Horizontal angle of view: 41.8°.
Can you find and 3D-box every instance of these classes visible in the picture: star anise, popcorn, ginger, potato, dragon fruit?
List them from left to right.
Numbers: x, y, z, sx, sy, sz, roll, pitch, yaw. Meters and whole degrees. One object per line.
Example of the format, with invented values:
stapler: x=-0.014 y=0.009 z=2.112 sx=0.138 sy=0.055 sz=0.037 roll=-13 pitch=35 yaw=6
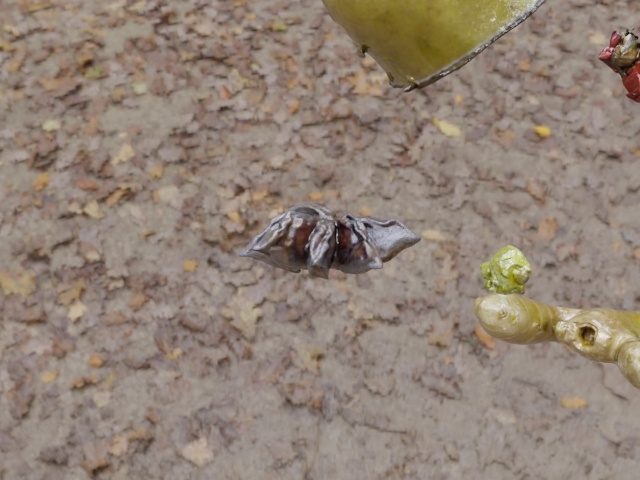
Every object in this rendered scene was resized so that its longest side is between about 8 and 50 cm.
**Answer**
star anise: x=-0.001 y=0.000 z=1.033 sx=0.231 sy=0.089 sz=0.209 roll=10 pitch=4 yaw=35
potato: x=0.165 y=-0.437 z=1.232 sx=0.397 sy=0.296 sz=0.290 roll=-47 pitch=24 yaw=-14
popcorn: x=0.256 y=0.040 z=1.154 sx=0.060 sy=0.068 sz=0.083 roll=7 pitch=2 yaw=-22
ginger: x=0.485 y=0.165 z=1.492 sx=0.363 sy=0.122 sz=0.348 roll=9 pitch=6 yaw=34
dragon fruit: x=0.574 y=-0.300 z=1.429 sx=0.122 sy=0.092 sz=0.192 roll=-29 pitch=65 yaw=-30
